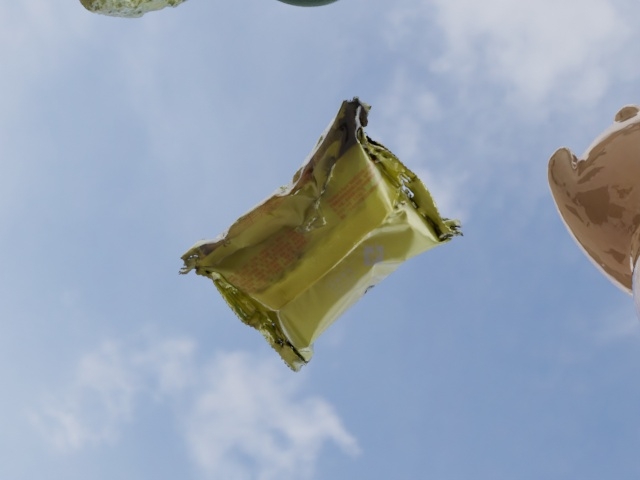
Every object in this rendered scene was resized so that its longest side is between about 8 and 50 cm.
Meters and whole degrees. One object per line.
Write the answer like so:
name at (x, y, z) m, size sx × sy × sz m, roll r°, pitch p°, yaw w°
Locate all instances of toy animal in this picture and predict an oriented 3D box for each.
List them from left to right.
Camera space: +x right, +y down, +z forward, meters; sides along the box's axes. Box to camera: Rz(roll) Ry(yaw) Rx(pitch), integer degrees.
toy animal at (0.381, 0.005, 1.235) m, size 0.277 × 0.247 × 0.345 m, roll -36°, pitch -98°, yaw 23°

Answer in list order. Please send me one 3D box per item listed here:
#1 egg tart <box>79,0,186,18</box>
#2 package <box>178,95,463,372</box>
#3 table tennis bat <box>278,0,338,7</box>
egg tart at (-0.171, -0.308, 1.303) m, size 0.078 × 0.197 × 0.197 m, roll 50°, pitch -56°, yaw 33°
package at (0.000, 0.000, 1.218) m, size 0.226 × 0.090 × 0.168 m, roll -41°, pitch -71°, yaw 8°
table tennis bat at (-0.056, -0.322, 1.471) m, size 0.237 × 0.038 × 0.149 m, roll -2°, pitch -72°, yaw 15°
